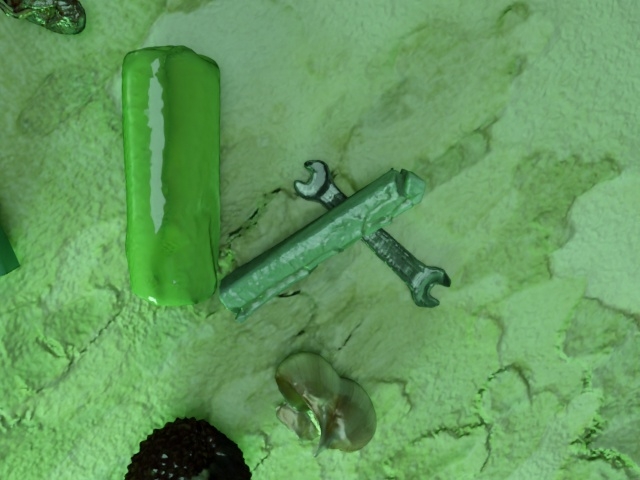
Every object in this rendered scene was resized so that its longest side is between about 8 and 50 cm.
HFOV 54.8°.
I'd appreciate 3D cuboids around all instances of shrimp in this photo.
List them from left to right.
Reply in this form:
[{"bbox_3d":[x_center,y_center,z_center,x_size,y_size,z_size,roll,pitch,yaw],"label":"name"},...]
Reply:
[{"bbox_3d":[-0.394,-0.336,0.811,0.190,0.075,0.073,37,125,0],"label":"shrimp"}]

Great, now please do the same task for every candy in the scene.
[{"bbox_3d":[-0.198,-0.085,0.831,0.132,0.142,0.343,-2,99,-19],"label":"candy"}]

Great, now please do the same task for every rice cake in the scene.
[{"bbox_3d":[0.000,0.000,0.886,0.336,0.066,0.063,-34,111,6],"label":"rice cake"}]

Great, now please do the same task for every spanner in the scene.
[{"bbox_3d":[0.079,-0.006,0.932,0.302,0.017,0.071,41,96,-11],"label":"spanner"}]

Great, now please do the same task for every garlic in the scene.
[{"bbox_3d":[0.002,0.244,0.922,0.124,0.099,0.174,-43,100,-14],"label":"garlic"}]

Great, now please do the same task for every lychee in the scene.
[{"bbox_3d":[-0.192,0.354,0.878,0.188,0.188,0.188,-1,98,-6],"label":"lychee"}]

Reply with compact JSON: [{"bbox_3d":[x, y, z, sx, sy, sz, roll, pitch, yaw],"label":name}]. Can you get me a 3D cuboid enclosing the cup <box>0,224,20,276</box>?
[{"bbox_3d":[-0.509,-0.039,0.809,0.148,0.134,0.235,-22,101,1],"label":"cup"}]
